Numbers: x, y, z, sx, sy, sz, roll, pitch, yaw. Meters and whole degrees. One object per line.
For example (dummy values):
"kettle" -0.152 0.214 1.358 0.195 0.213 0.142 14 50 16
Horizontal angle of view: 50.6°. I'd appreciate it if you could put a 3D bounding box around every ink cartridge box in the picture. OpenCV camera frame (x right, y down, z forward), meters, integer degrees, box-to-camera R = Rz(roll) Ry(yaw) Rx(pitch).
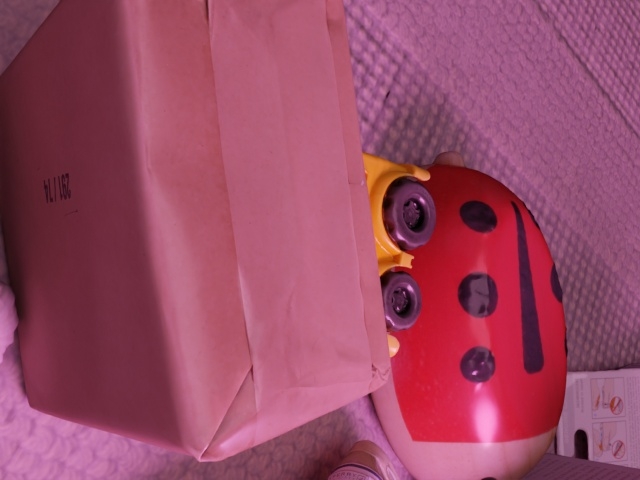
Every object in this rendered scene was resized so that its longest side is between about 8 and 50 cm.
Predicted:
"ink cartridge box" 0.539 0.372 1.173 0.384 0.091 0.308 2 83 -21

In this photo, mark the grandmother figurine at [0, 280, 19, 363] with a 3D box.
"grandmother figurine" -0.350 -0.033 0.498 0.207 0.104 0.342 -33 112 -2

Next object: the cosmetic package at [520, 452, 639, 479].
"cosmetic package" 0.367 0.484 0.803 0.327 0.393 0.330 -9 89 -38

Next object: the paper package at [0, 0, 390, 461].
"paper package" -0.122 -0.017 0.526 0.168 0.324 0.310 -6 88 -39

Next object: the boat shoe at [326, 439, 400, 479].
"boat shoe" 0.089 0.372 0.781 0.094 0.109 0.303 -46 123 -56

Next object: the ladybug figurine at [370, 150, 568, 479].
"ladybug figurine" 0.199 0.105 0.865 0.305 0.161 0.450 -7 89 -38

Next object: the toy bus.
"toy bus" 0.000 0.000 0.722 0.211 0.149 0.220 21 73 -39
